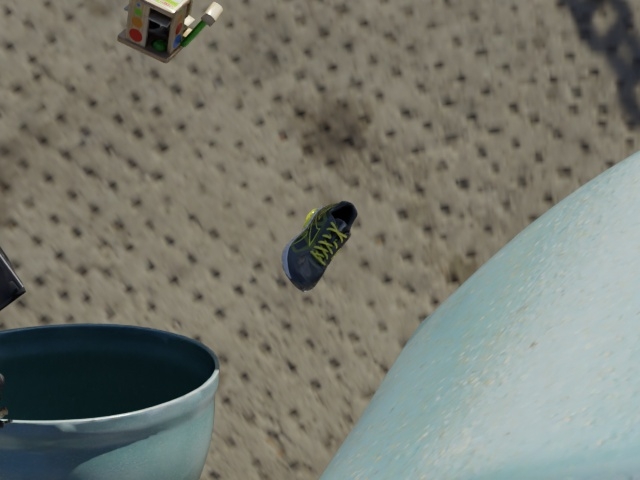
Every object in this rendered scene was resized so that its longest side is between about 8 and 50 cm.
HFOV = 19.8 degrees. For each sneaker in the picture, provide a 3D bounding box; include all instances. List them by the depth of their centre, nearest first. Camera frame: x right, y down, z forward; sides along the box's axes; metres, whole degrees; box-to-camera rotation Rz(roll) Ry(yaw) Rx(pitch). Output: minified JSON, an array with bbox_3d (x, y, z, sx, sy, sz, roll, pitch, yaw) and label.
[{"bbox_3d":[0.000,0.000,1.240,0.035,0.031,0.083,-31,25,39],"label":"sneaker"}]

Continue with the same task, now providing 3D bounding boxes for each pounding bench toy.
[{"bbox_3d":[-0.129,-0.191,1.609,0.083,0.065,0.052,26,45,14],"label":"pounding bench toy"}]

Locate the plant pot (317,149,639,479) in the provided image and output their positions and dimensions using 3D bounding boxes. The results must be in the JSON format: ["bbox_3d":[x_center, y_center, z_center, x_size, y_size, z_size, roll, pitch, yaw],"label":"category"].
[{"bbox_3d":[0.136,0.099,0.549,0.252,0.247,0.248,-11,24,31],"label":"plant pot"}]

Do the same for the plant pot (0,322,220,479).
[{"bbox_3d":[-0.238,0.213,1.734,0.293,0.293,0.196,1,104,9],"label":"plant pot"}]

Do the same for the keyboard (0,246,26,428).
[{"bbox_3d":[-0.361,0.111,1.378,0.317,0.033,0.201,-36,111,-10],"label":"keyboard"}]
